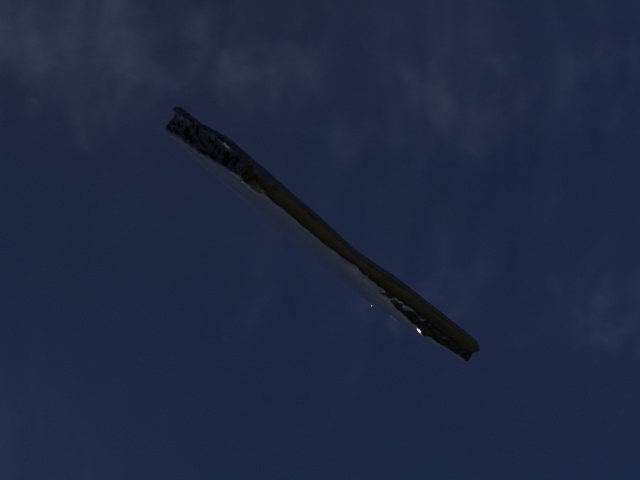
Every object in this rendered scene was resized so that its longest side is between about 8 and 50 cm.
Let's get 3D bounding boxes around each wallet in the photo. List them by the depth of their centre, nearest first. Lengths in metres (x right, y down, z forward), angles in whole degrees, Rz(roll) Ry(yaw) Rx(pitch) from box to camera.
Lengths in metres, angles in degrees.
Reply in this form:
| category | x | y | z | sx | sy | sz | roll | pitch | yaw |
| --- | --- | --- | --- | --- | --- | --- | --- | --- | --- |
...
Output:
| category | x | y | z | sx | sy | sz | roll | pitch | yaw |
| --- | --- | --- | --- | --- | --- | --- | --- | --- | --- |
| wallet | 0.000 | -0.001 | 1.101 | 0.285 | 0.146 | 0.030 | 40 | -92 | -36 |
